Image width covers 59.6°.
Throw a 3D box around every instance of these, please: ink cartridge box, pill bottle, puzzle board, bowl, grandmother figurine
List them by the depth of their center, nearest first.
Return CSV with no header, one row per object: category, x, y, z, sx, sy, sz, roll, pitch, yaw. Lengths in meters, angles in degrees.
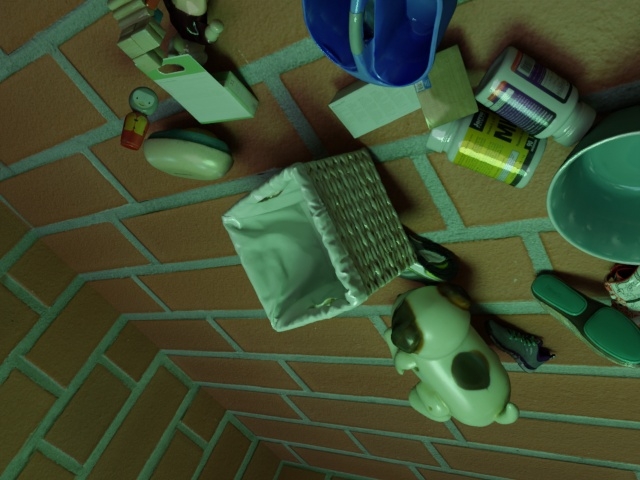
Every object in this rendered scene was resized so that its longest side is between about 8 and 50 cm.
bowl,0.574,-0.117,0.989,0.312,0.163,0.311,16,143,12
pill bottle,0.386,-0.251,1.000,0.193,0.108,0.108,31,144,-4
puzzle board,0.227,-0.282,1.034,0.096,0.011,0.128,-19,107,16
pill bottle,0.322,-0.193,1.100,0.209,0.119,0.119,22,143,7
grandmother figurine,-0.266,-0.487,1.148,0.207,0.104,0.342,56,152,18
ink cartridge box,-0.277,-0.357,1.278,0.171,0.056,0.235,2,156,32

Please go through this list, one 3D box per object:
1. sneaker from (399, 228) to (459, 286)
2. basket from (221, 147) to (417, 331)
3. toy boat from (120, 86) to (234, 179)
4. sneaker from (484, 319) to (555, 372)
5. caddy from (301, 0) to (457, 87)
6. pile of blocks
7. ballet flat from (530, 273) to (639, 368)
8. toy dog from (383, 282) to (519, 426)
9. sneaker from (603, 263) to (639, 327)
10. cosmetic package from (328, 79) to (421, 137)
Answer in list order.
sneaker,0.205,0.041,1.473,0.300,0.111,0.121,30,147,0
basket,0.000,0.000,1.320,0.328,0.266,0.331,-27,87,48
toy boat,-0.365,-0.258,1.411,0.268,0.148,0.318,10,172,30
sneaker,0.561,0.280,1.576,0.224,0.083,0.098,39,120,-20
caddy,0.089,-0.389,0.894,0.241,0.179,0.341,24,162,14
pile of blocks,-0.359,-0.525,1.091,0.113,0.149,0.362,-9,109,30
ballet flat,0.628,0.190,1.297,0.316,0.107,0.106,51,179,45
toy dog,0.322,0.300,1.494,0.408,0.285,0.395,58,178,-26
sneaker,0.702,0.135,1.287,0.145,0.090,0.270,36,150,7
cosmetic package,0.138,-0.300,1.139,0.239,0.060,0.099,-16,127,43
